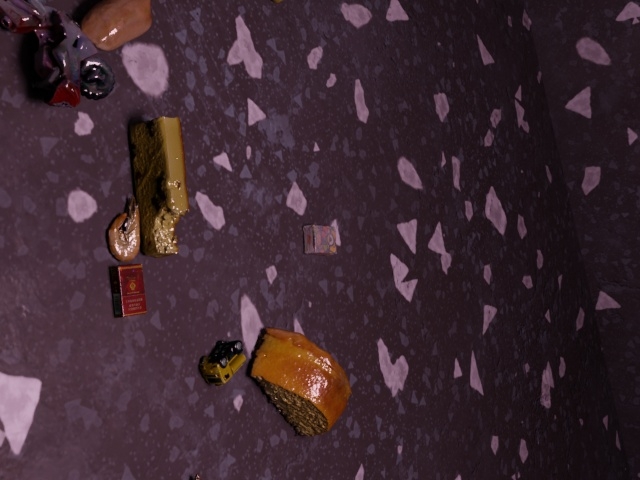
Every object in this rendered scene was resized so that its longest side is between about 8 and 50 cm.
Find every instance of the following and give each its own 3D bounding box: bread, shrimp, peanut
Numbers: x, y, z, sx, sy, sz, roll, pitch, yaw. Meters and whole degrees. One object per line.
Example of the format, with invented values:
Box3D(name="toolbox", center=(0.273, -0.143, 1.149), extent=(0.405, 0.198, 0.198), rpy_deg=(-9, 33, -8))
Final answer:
Box3D(name="bread", center=(-0.018, 0.281, 1.611), extent=(0.260, 0.134, 0.129), rpy_deg=(55, 45, -34))
Box3D(name="bread", center=(-0.263, -0.087, 1.364), extent=(0.049, 0.088, 0.226), rpy_deg=(-3, 86, -57))
Box3D(name="shrimp", center=(-0.316, -0.020, 1.334), extent=(0.059, 0.023, 0.108), rpy_deg=(7, 78, -46))
Box3D(name="peanut", center=(-0.327, -0.352, 1.330), extent=(0.152, 0.076, 0.076), rpy_deg=(-48, 123, -42))

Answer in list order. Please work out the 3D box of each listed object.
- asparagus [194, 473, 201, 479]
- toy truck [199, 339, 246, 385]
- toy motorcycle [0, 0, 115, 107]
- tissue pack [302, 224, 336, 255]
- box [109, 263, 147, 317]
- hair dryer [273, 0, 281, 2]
Box3D(name="asparagus", center=(-0.189, 0.506, 1.426), extent=(0.023, 0.022, 0.232), rpy_deg=(-15, 102, -10))
Box3D(name="toy truck", center=(-0.173, 0.218, 1.473), extent=(0.083, 0.049, 0.054), rpy_deg=(-44, 121, -50))
Box3D(name="toy motorcycle", center=(-0.401, -0.279, 1.212), extent=(0.213, 0.082, 0.122), rpy_deg=(51, 46, -22))
Box3D(name="tissue pack", center=(0.000, 0.000, 1.769), extent=(0.083, 0.035, 0.063), rpy_deg=(4, 81, -55))
Box3D(name="box", center=(-0.307, 0.080, 1.326), extent=(0.051, 0.023, 0.081), rpy_deg=(-6, 89, -56))
Box3D(name="hair dryer", center=(-0.148, -0.547, 1.619), extent=(0.279, 0.090, 0.134), rpy_deg=(36, 55, -54))
